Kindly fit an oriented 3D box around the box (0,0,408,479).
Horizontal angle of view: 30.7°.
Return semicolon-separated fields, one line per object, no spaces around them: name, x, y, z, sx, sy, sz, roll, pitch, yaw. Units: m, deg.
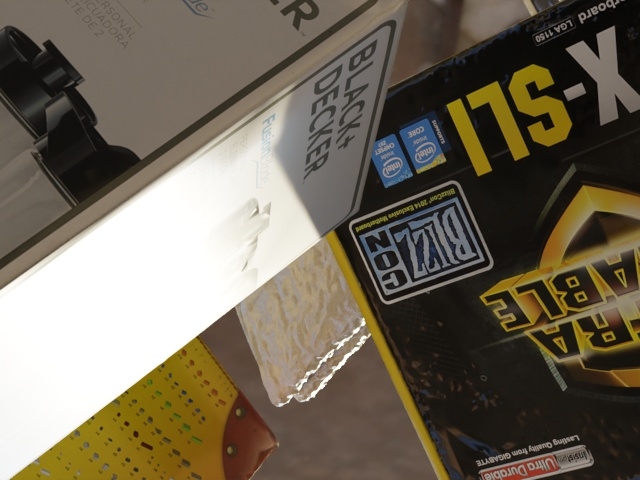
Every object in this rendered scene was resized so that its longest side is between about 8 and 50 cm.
box;-0.111;0.008;0.398;0.290;0.169;0.087;-38;-106;-19

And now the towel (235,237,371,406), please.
towel;0.000;0.000;0.956;0.049;0.282;0.187;-7;-117;-33

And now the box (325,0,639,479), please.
box;0.168;-0.005;0.629;0.079;0.322;0.257;-26;-87;-56

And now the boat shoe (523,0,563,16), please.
boat shoe;0.238;-0.217;1.101;0.075;0.065;0.206;30;-143;-32

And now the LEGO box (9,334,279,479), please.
LEGO box;-0.322;0.024;0.810;0.193;0.372;0.500;-49;-62;-33
